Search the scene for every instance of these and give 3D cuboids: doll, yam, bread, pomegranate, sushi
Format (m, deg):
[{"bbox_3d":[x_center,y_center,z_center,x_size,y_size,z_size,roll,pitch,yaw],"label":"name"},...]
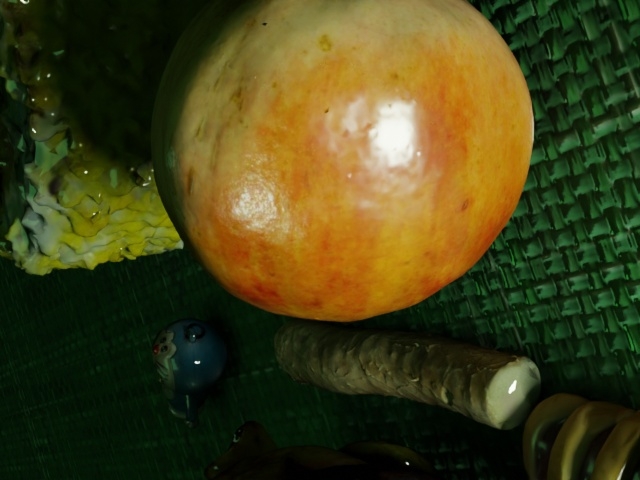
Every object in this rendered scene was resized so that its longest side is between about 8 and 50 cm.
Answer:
[{"bbox_3d":[-0.154,0.147,1.091,0.152,0.085,0.114,106,154,-52],"label":"doll"},{"bbox_3d":[0.063,0.107,0.792,0.299,0.066,0.066,-1,103,55],"label":"yam"},{"bbox_3d":[0.220,0.176,0.587,0.225,0.081,0.134,-1,103,55],"label":"bread"},{"bbox_3d":[0.015,-0.086,0.626,0.229,0.251,0.271,-121,31,-54],"label":"pomegranate"},{"bbox_3d":[-0.251,-0.166,0.967,0.351,0.240,0.397,-23,82,56],"label":"sushi"}]

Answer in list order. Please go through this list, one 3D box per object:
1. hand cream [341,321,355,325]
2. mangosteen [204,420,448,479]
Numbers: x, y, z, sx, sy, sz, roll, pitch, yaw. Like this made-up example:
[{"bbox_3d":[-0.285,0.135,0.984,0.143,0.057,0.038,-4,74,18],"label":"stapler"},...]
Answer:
[{"bbox_3d":[0.000,0.000,0.869,0.057,0.037,0.165,-30,85,55],"label":"hand cream"},{"bbox_3d":[0.013,0.328,0.700,0.435,0.381,0.382,-146,49,-61],"label":"mangosteen"}]
